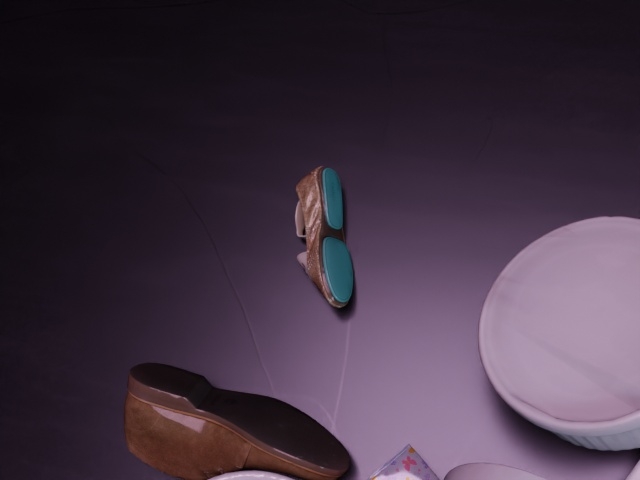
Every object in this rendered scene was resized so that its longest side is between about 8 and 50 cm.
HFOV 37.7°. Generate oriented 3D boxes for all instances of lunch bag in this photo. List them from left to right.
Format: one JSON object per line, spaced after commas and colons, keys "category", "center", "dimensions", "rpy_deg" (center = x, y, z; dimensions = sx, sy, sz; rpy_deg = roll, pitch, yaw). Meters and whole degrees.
{"category": "lunch bag", "center": [0.098, 0.303, 1.141], "dimensions": [0.083, 0.053, 0.071], "rpy_deg": [-37, 68, -14]}

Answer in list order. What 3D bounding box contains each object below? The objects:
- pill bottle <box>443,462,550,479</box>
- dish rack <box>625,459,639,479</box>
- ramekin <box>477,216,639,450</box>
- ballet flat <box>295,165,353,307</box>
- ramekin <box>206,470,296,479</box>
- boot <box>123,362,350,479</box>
{"category": "pill bottle", "center": [0.145, 0.443, 0.935], "dimensions": [0.229, 0.229, 0.408], "rpy_deg": [15, 52, 17]}
{"category": "dish rack", "center": [0.499, 0.343, 1.029], "dimensions": [0.332, 0.072, 0.285], "rpy_deg": [36, 79, 22]}
{"category": "ramekin", "center": [0.330, 0.117, 1.087], "dimensions": [0.272, 0.127, 0.273], "rpy_deg": [-17, 50, 21]}
{"category": "ballet flat", "center": [0.000, 0.000, 1.283], "dimensions": [0.067, 0.073, 0.206], "rpy_deg": [-21, 60, 34]}
{"category": "ramekin", "center": [-0.072, 0.416, 1.088], "dimensions": [0.277, 0.135, 0.277], "rpy_deg": [-4, 69, 10]}
{"category": "boot", "center": [-0.111, 0.259, 1.196], "dimensions": [0.305, 0.112, 0.115], "rpy_deg": [18, 104, 14]}
